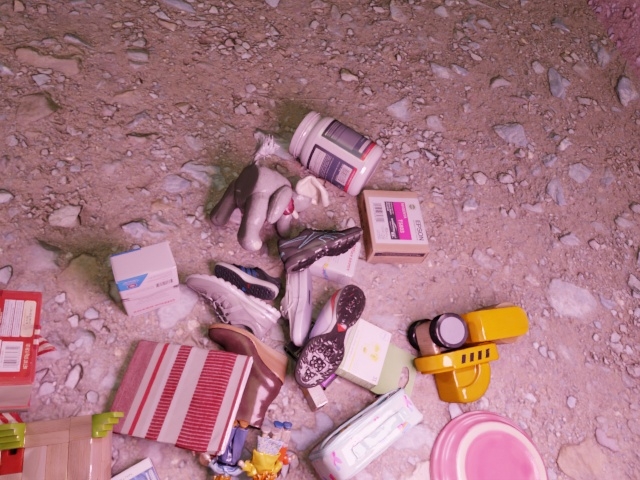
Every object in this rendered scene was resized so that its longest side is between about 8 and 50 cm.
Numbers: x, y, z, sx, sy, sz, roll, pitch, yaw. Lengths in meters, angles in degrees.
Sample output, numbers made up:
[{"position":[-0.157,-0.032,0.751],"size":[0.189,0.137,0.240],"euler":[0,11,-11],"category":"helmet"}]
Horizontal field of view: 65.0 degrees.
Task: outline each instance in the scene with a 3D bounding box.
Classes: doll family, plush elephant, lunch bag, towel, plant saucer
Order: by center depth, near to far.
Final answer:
[{"position":[-0.186,0.512,1.185],"size":[0.262,0.118,0.163],"euler":[13,90,-5],"category":"doll family"},{"position":[-0.343,0.372,1.219],"size":[0.328,0.037,0.237],"euler":[3,58,18],"category":"towel"},{"position":[0.111,0.473,1.230],"size":[0.279,0.224,0.108],"euler":[-30,71,-25],"category":"lunch bag"},{"position":[0.456,0.612,1.313],"size":[0.331,0.084,0.333],"euler":[6,59,-10],"category":"plant saucer"},{"position":[-0.136,-0.121,1.524],"size":[0.255,0.271,0.330],"euler":[23,89,-41],"category":"plush elephant"}]

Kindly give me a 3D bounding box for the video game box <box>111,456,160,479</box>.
[{"position":[-0.430,0.629,1.122],"size":[0.187,0.048,0.205],"euler":[-26,69,-22],"category":"video game box"}]

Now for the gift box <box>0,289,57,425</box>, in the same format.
[{"position":[-0.750,0.271,1.138],"size":[0.276,0.258,0.255],"euler":[12,55,-29],"category":"gift box"}]

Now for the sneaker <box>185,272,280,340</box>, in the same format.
[{"position":[-0.255,0.181,1.381],"size":[0.281,0.105,0.115],"euler":[27,77,5],"category":"sneaker"}]

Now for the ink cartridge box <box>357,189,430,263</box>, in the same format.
[{"position":[0.235,-0.046,1.637],"size":[0.193,0.088,0.235],"euler":[0,60,-12],"category":"ink cartridge box"}]

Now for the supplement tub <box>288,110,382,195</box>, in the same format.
[{"position":[0.052,-0.291,1.673],"size":[0.272,0.191,0.191],"euler":[33,59,6],"category":"supplement tub"}]

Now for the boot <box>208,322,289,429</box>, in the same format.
[{"position":[-0.218,0.347,1.304],"size":[0.248,0.090,0.207],"euler":[27,56,-1],"category":"boot"}]

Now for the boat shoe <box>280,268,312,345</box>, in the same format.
[{"position":[-0.072,0.189,1.427],"size":[0.084,0.095,0.258],"euler":[-8,42,11],"category":"boat shoe"}]

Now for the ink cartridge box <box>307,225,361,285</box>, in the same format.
[{"position":[0.023,0.049,1.541],"size":[0.174,0.072,0.128],"euler":[18,58,-2],"category":"ink cartridge box"}]

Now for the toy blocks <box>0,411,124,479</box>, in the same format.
[{"position":[-0.601,0.520,1.056],"size":[0.380,0.191,0.261],"euler":[-8,70,0],"category":"toy blocks"}]

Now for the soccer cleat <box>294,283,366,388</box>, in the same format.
[{"position":[0.017,0.263,1.371],"size":[0.108,0.116,0.318],"euler":[38,60,-11],"category":"soccer cleat"}]

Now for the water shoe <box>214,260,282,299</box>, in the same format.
[{"position":[-0.212,0.111,1.468],"size":[0.203,0.073,0.080],"euler":[25,31,4],"category":"water shoe"}]

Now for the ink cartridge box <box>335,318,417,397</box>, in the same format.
[{"position":[0.167,0.338,1.400],"size":[0.234,0.056,0.171],"euler":[26,51,-1],"category":"ink cartridge box"}]

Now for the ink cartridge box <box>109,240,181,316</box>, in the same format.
[{"position":[-0.456,0.105,1.324],"size":[0.148,0.203,0.086],"euler":[-17,64,-21],"category":"ink cartridge box"}]

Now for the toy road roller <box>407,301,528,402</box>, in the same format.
[{"position":[0.422,0.319,1.415],"size":[0.329,0.202,0.241],"euler":[-8,77,-16],"category":"toy road roller"}]

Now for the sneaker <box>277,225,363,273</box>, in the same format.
[{"position":[0.000,0.000,1.463],"size":[0.267,0.101,0.106],"euler":[-21,65,-22],"category":"sneaker"}]

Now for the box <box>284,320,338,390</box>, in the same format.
[{"position":[-0.006,0.320,1.405],"size":[0.162,0.029,0.116],"euler":[42,60,13],"category":"box"}]

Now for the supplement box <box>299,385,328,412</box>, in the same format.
[{"position":[-0.023,0.399,1.337],"size":[0.036,0.062,0.099],"euler":[-21,68,-24],"category":"supplement box"}]
